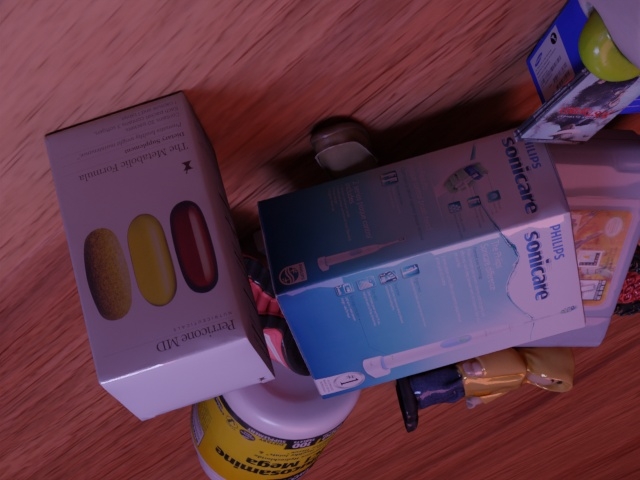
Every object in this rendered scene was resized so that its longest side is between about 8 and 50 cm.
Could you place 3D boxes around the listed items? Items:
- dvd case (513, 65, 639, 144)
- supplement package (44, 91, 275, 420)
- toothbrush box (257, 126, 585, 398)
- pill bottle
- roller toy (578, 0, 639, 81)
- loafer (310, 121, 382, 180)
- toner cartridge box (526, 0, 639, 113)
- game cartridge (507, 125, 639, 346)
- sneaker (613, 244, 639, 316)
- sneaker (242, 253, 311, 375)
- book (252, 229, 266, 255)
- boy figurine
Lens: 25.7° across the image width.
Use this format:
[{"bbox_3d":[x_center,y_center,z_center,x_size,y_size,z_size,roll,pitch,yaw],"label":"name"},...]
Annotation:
[{"bbox_3d":[0.248,-0.127,1.317,0.087,0.013,0.119,0,153,-33],"label":"dvd case"},{"bbox_3d":[-0.143,0.017,1.266,0.139,0.244,0.134,-18,157,2],"label":"supplement package"},{"bbox_3d":[0.109,0.026,1.438,0.295,0.126,0.216,-16,143,5],"label":"toothbrush box"},{"bbox_3d":[-0.069,0.217,1.842,0.188,0.188,0.334,-9,156,-18],"label":"pill bottle"},{"bbox_3d":[0.313,-0.214,1.113,0.191,0.146,0.209,-13,130,-16],"label":"roller toy"},{"bbox_3d":[0.034,-0.076,1.426,0.056,0.050,0.148,-24,156,15],"label":"loafer"},{"bbox_3d":[0.390,-0.201,1.355,0.348,0.075,0.165,-6,156,-22],"label":"toner cartridge box"},{"bbox_3d":[0.255,0.006,1.585,0.198,0.062,0.297,-2,130,-13],"label":"game cartridge"},{"bbox_3d":[0.296,-0.002,1.704,0.262,0.125,0.104,32,110,-29],"label":"sneaker"},{"bbox_3d":[-0.084,0.062,1.596,0.136,0.116,0.314,21,174,35],"label":"sneaker"},{"bbox_3d":[0.000,0.000,1.605,0.096,0.035,0.144,-27,152,19],"label":"book"},{"bbox_3d":[0.261,0.224,2.214,0.285,0.092,0.177,-11,154,-5],"label":"boy figurine"}]
